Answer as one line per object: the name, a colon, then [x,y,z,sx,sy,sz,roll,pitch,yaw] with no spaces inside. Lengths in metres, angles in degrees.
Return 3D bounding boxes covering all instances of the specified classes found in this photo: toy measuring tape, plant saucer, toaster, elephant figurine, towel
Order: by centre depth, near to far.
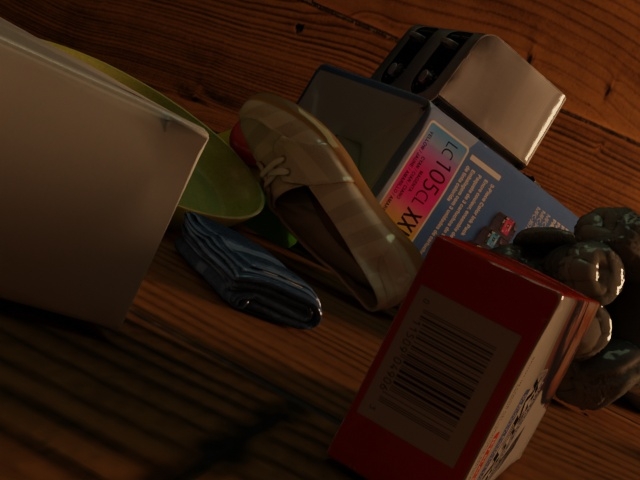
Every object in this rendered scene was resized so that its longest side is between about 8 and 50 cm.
towel: [-0.045,0.018,0.588,0.067,0.029,0.119,23,5,-29]
plant saucer: [-0.154,-0.077,0.734,0.241,0.037,0.241,32,17,-11]
elephant figurine: [0.194,0.048,0.840,0.186,0.169,0.239,53,-21,-17]
toy measuring tape: [-0.089,-0.088,0.939,0.330,0.121,0.121,29,6,35]
toaster: [0.175,-0.166,1.117,0.186,0.110,0.168,33,2,-27]

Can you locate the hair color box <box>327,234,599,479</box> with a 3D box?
hair color box: [0.071,0.054,0.408,0.053,0.093,0.167,28,6,19]

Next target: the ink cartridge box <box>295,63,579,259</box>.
ink cartridge box: [0.157,-0.021,1.099,0.395,0.151,0.270,34,2,-30]

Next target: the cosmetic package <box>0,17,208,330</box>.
cosmetic package: [-0.256,-0.103,0.428,0.284,0.097,0.377,19,7,-35]

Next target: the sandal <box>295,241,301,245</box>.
sandal: [0.000,0.000,0.979,0.179,0.040,0.067,41,18,34]

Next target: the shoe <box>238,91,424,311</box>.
shoe: [-0.001,-0.033,0.785,0.219,0.058,0.076,49,-34,10]

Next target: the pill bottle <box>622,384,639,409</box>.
pill bottle: [0.368,0.126,0.969,0.208,0.117,0.117,21,6,-42]
